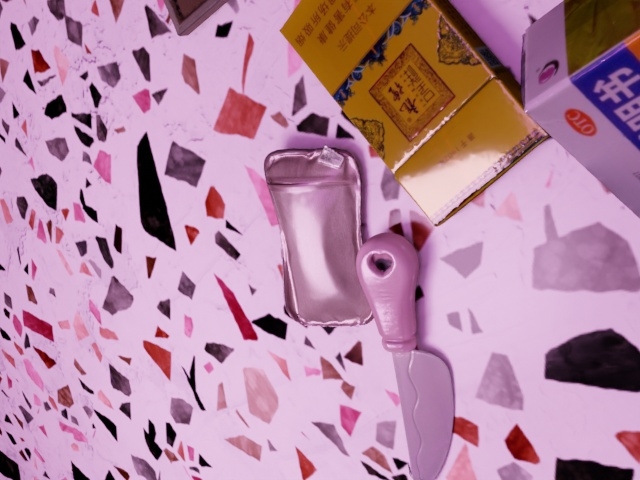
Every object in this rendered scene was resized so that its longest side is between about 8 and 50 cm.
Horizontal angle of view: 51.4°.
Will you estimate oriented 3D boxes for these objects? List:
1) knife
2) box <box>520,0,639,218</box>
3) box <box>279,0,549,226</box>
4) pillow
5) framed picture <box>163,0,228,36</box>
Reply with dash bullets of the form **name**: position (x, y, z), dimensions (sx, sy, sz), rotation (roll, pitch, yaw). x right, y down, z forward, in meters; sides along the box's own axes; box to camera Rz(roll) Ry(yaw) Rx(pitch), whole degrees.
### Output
- **knife**: position (0.113, 0.148, 0.786), dimensions (0.081, 0.043, 0.335), rotation (-6, 110, 26)
- **box**: position (0.306, -0.129, 0.404), dimensions (0.200, 0.106, 0.299), rotation (35, 137, -22)
- **box**: position (0.087, -0.167, 0.670), dimensions (0.279, 0.041, 0.153), rotation (53, 130, 9)
- **pillow**: position (0.000, 0.000, 0.803), dimensions (0.131, 0.038, 0.232), rotation (-2, 108, 27)
- **framed picture**: position (-0.155, -0.447, 0.761), dimensions (0.247, 0.022, 0.334), rotation (-21, 93, 41)
